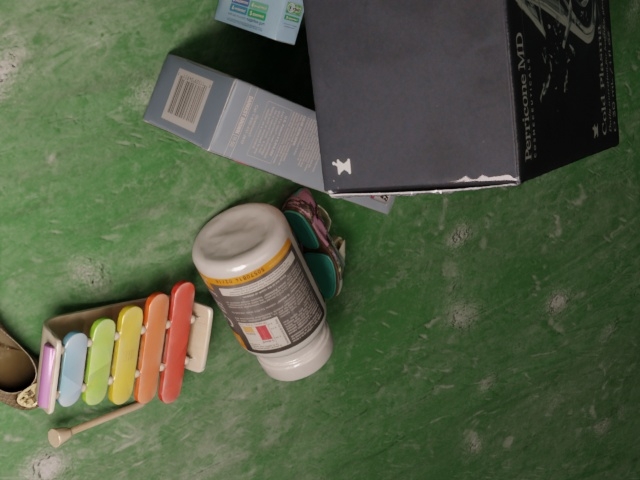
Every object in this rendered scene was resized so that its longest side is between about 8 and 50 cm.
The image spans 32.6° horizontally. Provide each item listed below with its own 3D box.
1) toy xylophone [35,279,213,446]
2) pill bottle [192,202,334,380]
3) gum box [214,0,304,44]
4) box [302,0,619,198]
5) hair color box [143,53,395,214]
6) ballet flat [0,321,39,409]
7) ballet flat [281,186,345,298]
[{"bbox_3d":[-0.305,0.190,1.660,0.322,0.081,0.236,-20,124,-45],"label":"toy xylophone"},{"bbox_3d":[-0.084,0.088,1.767,0.162,0.162,0.278,-39,129,-20],"label":"pill bottle"},{"bbox_3d":[-0.071,-0.387,1.567,0.041,0.157,0.184,6,105,-42],"label":"gum box"},{"bbox_3d":[0.209,-0.333,1.551,0.471,0.297,0.480,-20,106,-57],"label":"box"},{"bbox_3d":[-0.057,-0.157,1.662,0.374,0.185,0.114,16,98,-43],"label":"hair color box"},{"bbox_3d":[-0.459,0.161,1.559,0.084,0.058,0.250,-38,129,-20],"label":"ballet flat"},{"bbox_3d":[0.000,0.000,1.867,0.079,0.077,0.221,-54,136,-34],"label":"ballet flat"}]
